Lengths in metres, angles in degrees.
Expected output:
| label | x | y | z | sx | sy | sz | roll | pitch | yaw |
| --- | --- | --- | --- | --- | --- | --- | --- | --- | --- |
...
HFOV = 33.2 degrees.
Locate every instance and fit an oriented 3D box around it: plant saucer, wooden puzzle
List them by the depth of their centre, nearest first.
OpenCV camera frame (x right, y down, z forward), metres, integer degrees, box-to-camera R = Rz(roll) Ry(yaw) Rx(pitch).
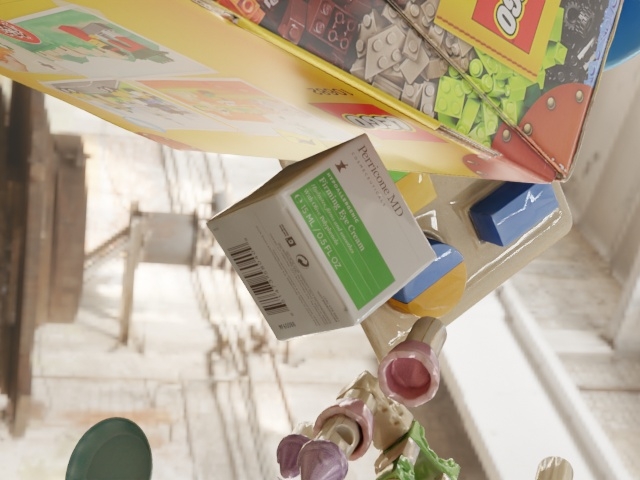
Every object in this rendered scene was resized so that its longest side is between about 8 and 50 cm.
| label | x | y | z | sx | sy | sz | roll | pitch | yaw |
| --- | --- | --- | --- | --- | --- | --- | --- | --- | --- |
| plant saucer | -0.218 | 0.247 | 1.132 | 0.119 | 0.021 | 0.119 | -14 | -117 | 28 |
| wooden puzzle | 0.149 | -0.053 | 1.252 | 0.080 | 0.322 | 0.348 | 27 | -33 | 55 |

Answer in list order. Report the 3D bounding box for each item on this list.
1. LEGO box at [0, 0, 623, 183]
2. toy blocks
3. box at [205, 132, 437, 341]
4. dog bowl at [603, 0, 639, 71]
| label | x | y | z | sx | sy | sz | roll | pitch | yaw |
| --- | --- | --- | --- | --- | --- | --- | --- | --- | --- |
| LEGO box | -0.096 | -0.202 | 0.782 | 0.500 | 0.372 | 0.193 | 11 | -99 | 53 |
| toy blocks | 0.080 | 0.301 | 1.162 | 0.309 | 0.288 | 0.260 | -41 | -177 | 26 |
| box | 0.000 | 0.000 | 0.718 | 0.102 | 0.087 | 0.101 | -18 | -75 | 55 |
| dog bowl | 0.205 | -0.217 | 1.037 | 0.166 | 0.297 | 0.074 | 99 | -22 | -61 |
